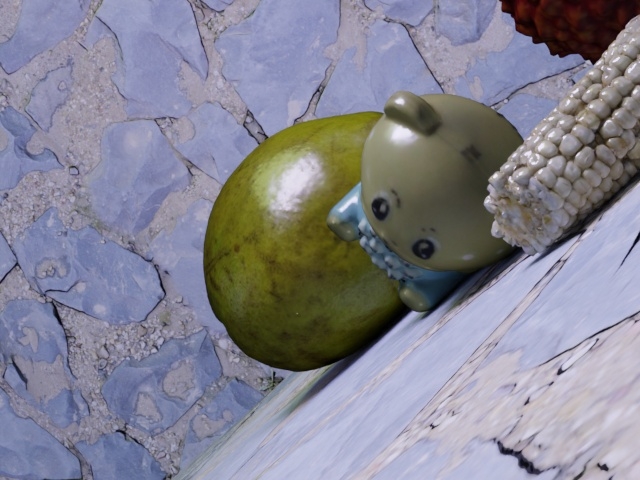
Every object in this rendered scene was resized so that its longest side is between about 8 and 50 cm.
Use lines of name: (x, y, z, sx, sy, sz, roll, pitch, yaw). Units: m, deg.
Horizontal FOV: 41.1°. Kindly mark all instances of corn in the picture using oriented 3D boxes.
corn: (0.205, -0.081, 0.617, 0.211, 0.087, 0.087, -44, -3, -2)

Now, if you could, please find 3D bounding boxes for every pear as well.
pear: (0.000, 0.000, 1.229, 0.413, 0.352, 0.352, -53, -6, 14)

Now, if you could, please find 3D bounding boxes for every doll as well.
doll: (0.115, -0.040, 0.843, 0.161, 0.177, 0.261, -42, -8, -11)

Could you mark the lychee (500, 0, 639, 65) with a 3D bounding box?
lychee: (0.407, -0.439, 1.117, 0.424, 0.424, 0.500, -43, -32, 18)
